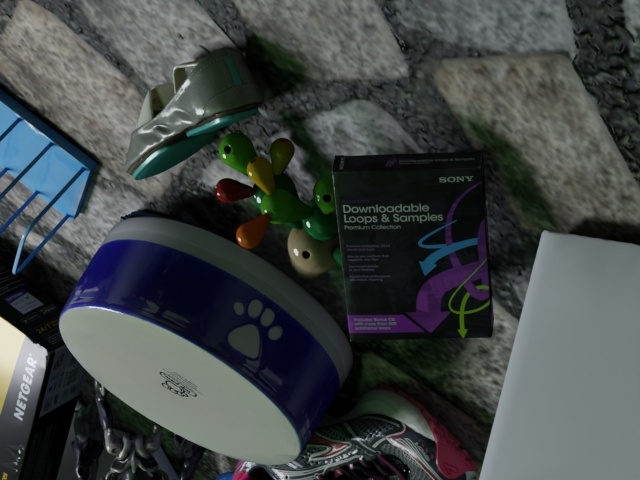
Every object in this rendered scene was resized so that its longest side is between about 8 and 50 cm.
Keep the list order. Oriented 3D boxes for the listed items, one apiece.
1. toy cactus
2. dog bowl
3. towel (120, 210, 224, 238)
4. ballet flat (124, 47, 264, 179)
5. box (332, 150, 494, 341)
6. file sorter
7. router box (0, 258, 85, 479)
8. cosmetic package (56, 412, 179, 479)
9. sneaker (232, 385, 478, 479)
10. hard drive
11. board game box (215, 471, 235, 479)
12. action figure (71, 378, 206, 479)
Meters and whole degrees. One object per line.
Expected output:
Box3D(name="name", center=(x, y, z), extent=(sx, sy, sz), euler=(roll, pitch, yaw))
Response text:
Box3D(name="toy cactus", center=(0.000, 0.000, 1.603), extent=(0.219, 0.112, 0.180), euler=(26, 160, 2))
Box3D(name="dog bowl", center=(-0.109, 0.097, 1.797), extent=(0.265, 0.104, 0.265), euler=(25, 155, 12))
Box3D(name="towel", center=(-0.135, 0.009, 1.826), extent=(0.119, 0.029, 0.067), euler=(13, 142, 39))
Box3D(name="ballet flat", center=(-0.113, -0.110, 1.612), extent=(0.213, 0.072, 0.068), euler=(-26, 84, 58))
Box3D(name="box", center=(0.073, 0.006, 1.492), extent=(0.116, 0.029, 0.162), euler=(-2, 122, 8))
Box3D(name="file sorter", center=(-0.323, -0.068, 1.856), extent=(0.170, 0.104, 0.118), euler=(38, 151, 3))
Box3D(name="router box", center=(-0.392, 0.164, 2.139), extent=(0.243, 0.081, 0.309), euler=(33, 125, 22))
Box3D(name="cosmetic package", center=(-0.339, 0.318, 2.370), extent=(0.385, 0.156, 0.217), euler=(15, 144, 34))
Box3D(name="sneaker", center=(0.033, 0.220, 1.846), extent=(0.121, 0.112, 0.299), euler=(51, 149, -20))
Box3D(name="hard drive", center=(0.210, 0.156, 1.378), extent=(0.203, 0.308, 0.040), euler=(10, 172, 42))
Box3D(name="board game box", center=(0.039, 0.382, 2.094), extent=(0.302, 0.086, 0.308), euler=(50, 150, -19))
Box3D(name="action figure", center=(-0.193, 0.218, 2.048), extent=(0.164, 0.141, 0.276), euler=(4, 119, 2))
